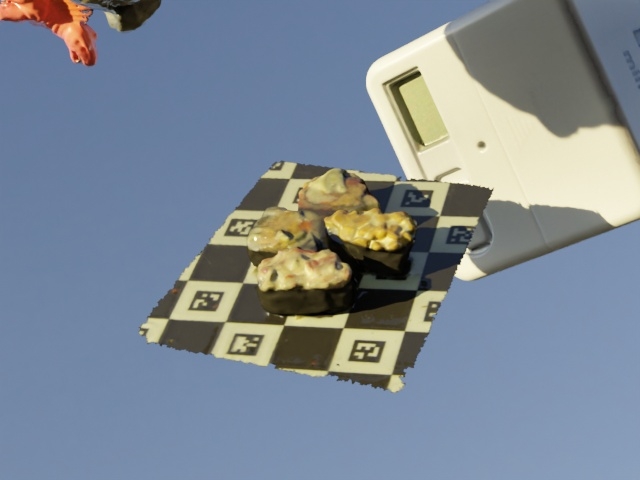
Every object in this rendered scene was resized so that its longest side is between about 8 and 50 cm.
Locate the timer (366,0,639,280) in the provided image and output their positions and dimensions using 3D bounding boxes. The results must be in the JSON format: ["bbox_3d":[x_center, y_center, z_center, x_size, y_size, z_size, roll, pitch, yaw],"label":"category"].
[{"bbox_3d":[0.187,-0.102,1.110,0.194,0.192,0.195,-23,2,39],"label":"timer"}]

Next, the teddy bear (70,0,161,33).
[{"bbox_3d":[-0.088,-0.260,0.840,0.151,0.236,0.267,37,-81,-27],"label":"teddy bear"}]

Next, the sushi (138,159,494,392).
[{"bbox_3d":[0.000,0.000,0.923,0.193,0.210,0.040,8,-49,24],"label":"sushi"}]

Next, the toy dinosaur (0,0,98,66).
[{"bbox_3d":[-0.275,-0.262,1.195,0.139,0.070,0.286,-5,-47,48],"label":"toy dinosaur"}]
